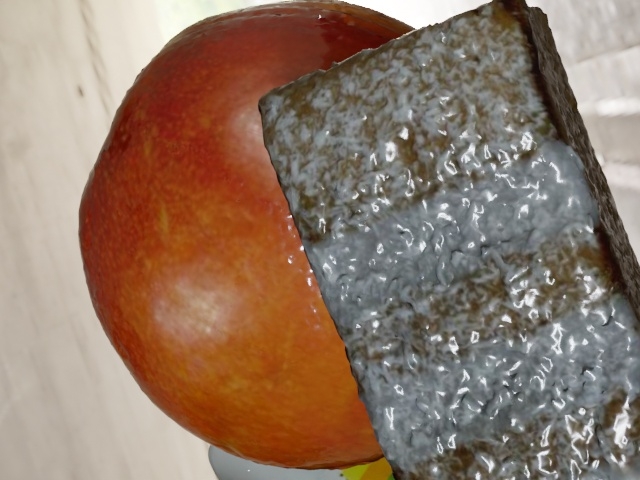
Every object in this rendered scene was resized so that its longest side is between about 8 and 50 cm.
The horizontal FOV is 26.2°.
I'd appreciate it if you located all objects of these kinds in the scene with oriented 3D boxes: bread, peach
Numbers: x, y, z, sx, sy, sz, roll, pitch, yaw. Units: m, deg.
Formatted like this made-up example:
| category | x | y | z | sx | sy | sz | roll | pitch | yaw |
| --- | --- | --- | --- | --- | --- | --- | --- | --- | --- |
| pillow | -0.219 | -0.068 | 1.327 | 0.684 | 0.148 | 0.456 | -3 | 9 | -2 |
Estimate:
| category | x | y | z | sx | sy | sz | roll | pitch | yaw |
| --- | --- | --- | --- | --- | --- | --- | --- | --- | --- |
| bread | 0.114 | 0.083 | 0.738 | 0.417 | 0.165 | 0.113 | 68 | -160 | 6 |
| peach | 0.000 | -0.001 | 1.061 | 0.290 | 0.372 | 0.373 | 111 | 142 | -66 |

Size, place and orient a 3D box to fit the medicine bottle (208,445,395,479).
| category | x | y | z | sx | sy | sz | roll | pitch | yaw |
| --- | --- | --- | --- | --- | --- | --- | --- | --- | --- |
| medicine bottle | 0.058 | 0.221 | 1.177 | 0.296 | 0.161 | 0.111 | 35 | 163 | 15 |
